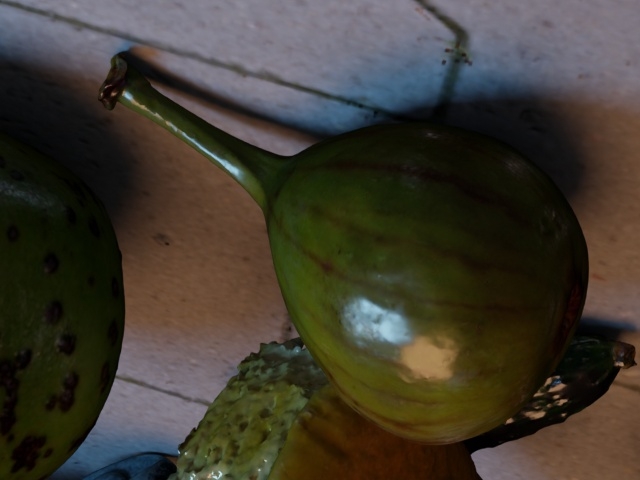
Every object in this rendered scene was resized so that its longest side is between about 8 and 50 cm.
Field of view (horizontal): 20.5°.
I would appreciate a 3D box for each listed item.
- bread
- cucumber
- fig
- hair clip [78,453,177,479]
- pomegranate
[{"bbox_3d":[0.018,0.167,0.943,0.121,0.174,0.245,13,144,42],"label":"bread"},{"bbox_3d":[0.055,0.099,1.026,0.293,0.068,0.067,-15,135,41],"label":"cucumber"},{"bbox_3d":[0.000,0.000,0.843,0.259,0.151,0.151,20,151,24],"label":"fig"},{"bbox_3d":[-0.233,0.252,1.268,0.310,0.206,0.194,6,147,19],"label":"hair clip"},{"bbox_3d":[-0.226,0.053,0.923,0.254,0.271,0.254,1,173,0],"label":"pomegranate"}]
